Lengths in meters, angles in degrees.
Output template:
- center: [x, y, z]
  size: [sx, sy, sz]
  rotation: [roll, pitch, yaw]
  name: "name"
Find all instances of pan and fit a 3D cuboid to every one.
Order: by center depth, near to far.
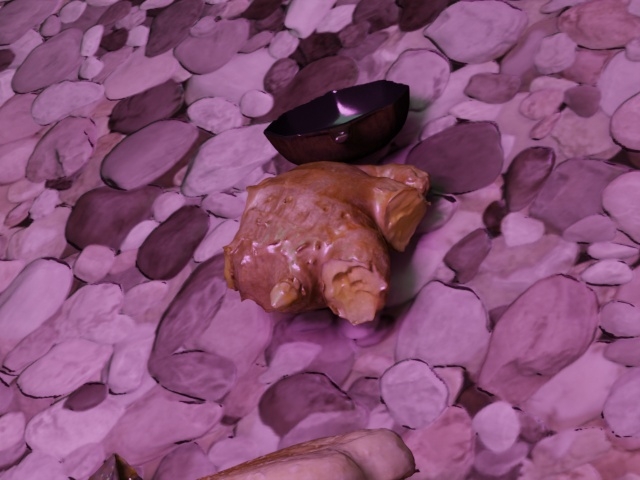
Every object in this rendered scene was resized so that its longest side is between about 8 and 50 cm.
- center: [0.007, -0.086, 1.503]
  size: [0.128, 0.048, 0.202]
  rotation: [-13, 16, 26]
  name: "pan"

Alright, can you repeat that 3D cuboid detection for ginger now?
- center: [0.000, 0.000, 1.414]
  size: [0.157, 0.102, 0.216]
  rotation: [9, 35, 17]
  name: "ginger"

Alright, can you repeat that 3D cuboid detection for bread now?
- center: [-0.086, 0.189, 1.169]
  size: [0.316, 0.054, 0.316]
  rotation: [-20, -4, -1]
  name: "bread"

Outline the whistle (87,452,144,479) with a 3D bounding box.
- center: [-0.245, 0.297, 1.302]
  size: [0.326, 0.068, 0.057]
  rotation: [-45, 6, -16]
  name: "whistle"
